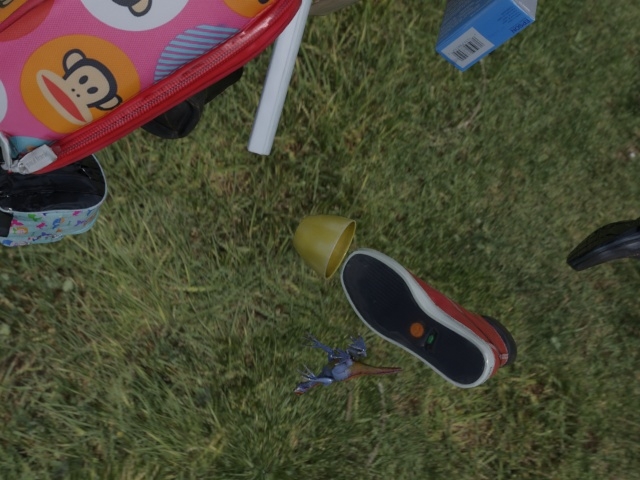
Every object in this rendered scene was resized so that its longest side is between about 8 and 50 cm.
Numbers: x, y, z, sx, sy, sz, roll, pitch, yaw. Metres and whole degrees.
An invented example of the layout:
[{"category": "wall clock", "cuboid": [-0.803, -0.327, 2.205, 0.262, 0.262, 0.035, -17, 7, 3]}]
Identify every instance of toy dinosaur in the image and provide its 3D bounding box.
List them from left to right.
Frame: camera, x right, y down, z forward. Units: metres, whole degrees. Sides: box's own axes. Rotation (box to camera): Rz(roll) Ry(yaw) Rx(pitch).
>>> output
[{"category": "toy dinosaur", "cuboid": [0.011, 0.117, 0.641, 0.090, 0.082, 0.047, 35, 47, 12]}]

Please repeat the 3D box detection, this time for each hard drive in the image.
[{"category": "hard drive", "cuboid": [-0.059, -0.312, 1.230, 0.040, 0.203, 0.308, 15, 110, -7]}]

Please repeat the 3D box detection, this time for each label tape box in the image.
[{"category": "label tape box", "cuboid": [0.439, -0.637, 1.924, 0.115, 0.249, 0.348, 33, 54, -20]}]

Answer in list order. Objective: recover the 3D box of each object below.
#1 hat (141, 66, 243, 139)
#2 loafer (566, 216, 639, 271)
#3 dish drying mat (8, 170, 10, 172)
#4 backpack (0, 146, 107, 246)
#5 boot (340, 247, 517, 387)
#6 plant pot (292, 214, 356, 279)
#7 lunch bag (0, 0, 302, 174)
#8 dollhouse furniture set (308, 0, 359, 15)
[{"category": "hat", "cuboid": [-0.286, -0.275, 1.422, 0.331, 0.331, 0.134, -9, 74, -7]}, {"category": "loafer", "cuboid": [0.396, 0.005, 0.950, 0.061, 0.170, 0.062, 52, 36, -11]}, {"category": "dish drying mat", "cuboid": [-0.471, -0.134, 1.169, 0.032, 0.083, 0.008, -28, 73, -34]}, {"category": "backpack", "cuboid": [-0.606, -0.108, 1.645, 0.253, 0.191, 0.225, -10, 60, -32]}, {"category": "boot", "cuboid": [0.150, 0.097, 1.022, 0.244, 0.176, 0.088, 40, 109, 22]}, {"category": "plant pot", "cuboid": [0.000, 0.000, 1.537, 0.095, 0.134, 0.134, 26, 73, 14]}, {"category": "lunch bag", "cuboid": [-0.164, -0.177, 0.526, 0.258, 0.120, 0.293, -31, 38, 4]}, {"category": "dollhouse furniture set", "cuboid": [-0.073, -0.640, 1.404, 0.394, 0.256, 0.362, -14, 95, -42]}]
